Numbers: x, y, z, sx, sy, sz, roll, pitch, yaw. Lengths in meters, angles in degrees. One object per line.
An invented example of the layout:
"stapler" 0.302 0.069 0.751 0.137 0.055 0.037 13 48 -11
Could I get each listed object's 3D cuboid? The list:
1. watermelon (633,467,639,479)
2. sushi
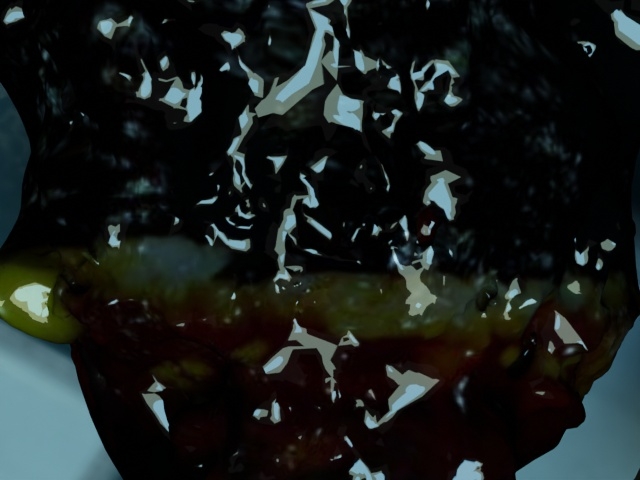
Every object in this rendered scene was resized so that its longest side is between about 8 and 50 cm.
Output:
"watermelon" 0.184 -0.018 0.484 0.302 0.151 0.264 -15 118 -22
"sushi" 0.000 0.000 0.494 0.172 0.153 0.150 9 90 -27
